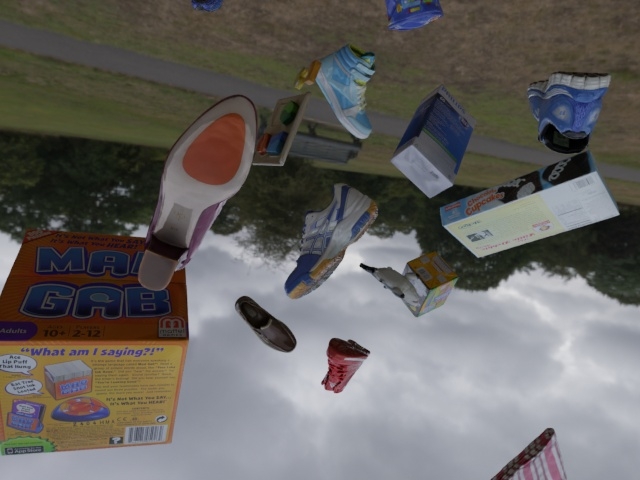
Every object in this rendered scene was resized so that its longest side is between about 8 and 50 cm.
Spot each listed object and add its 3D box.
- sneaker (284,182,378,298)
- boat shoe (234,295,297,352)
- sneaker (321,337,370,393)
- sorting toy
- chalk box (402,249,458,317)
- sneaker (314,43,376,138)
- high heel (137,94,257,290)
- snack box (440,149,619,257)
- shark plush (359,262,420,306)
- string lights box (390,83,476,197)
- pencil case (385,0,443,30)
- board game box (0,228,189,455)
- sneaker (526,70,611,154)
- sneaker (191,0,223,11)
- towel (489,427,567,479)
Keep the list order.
[{"bbox_3d":[0.000,0.000,1.139,0.131,0.296,0.112,40,179,14],"label":"sneaker"},{"bbox_3d":[-0.183,0.287,1.611,0.257,0.095,0.095,39,168,-6],"label":"boat shoe"},{"bbox_3d":[0.047,0.296,1.099,0.087,0.128,0.221,28,178,25],"label":"sneaker"},{"bbox_3d":[-0.102,-0.357,1.369,0.041,0.307,0.229,23,176,-28],"label":"sorting toy"},{"bbox_3d":[0.355,0.164,1.663,0.132,0.213,0.132,-21,-124,-25],"label":"chalk box"},{"bbox_3d":[0.133,-0.518,1.659,0.208,0.319,0.127,-25,-157,30],"label":"sneaker"},{"bbox_3d":[-0.219,-0.098,0.859,0.127,0.377,0.181,31,-161,-16],"label":"high heel"},{"bbox_3d":[0.454,-0.066,1.068,0.322,0.060,0.187,-22,141,34],"label":"snack box"},{"bbox_3d":[0.155,0.102,1.127,0.161,0.073,0.067,19,150,21],"label":"shark plush"},{"bbox_3d":[0.272,-0.238,1.138,0.133,0.260,0.077,41,141,-14],"label":"string lights box"},{"bbox_3d":[0.180,-0.611,1.039,0.119,0.306,0.133,-14,-171,-15],"label":"pencil case"},{"bbox_3d":[-0.515,0.227,1.133,0.356,0.356,0.356,5,-146,-21],"label":"board game box"},{"bbox_3d":[0.497,-0.258,1.016,0.130,0.147,0.330,10,-167,16],"label":"sneaker"},{"bbox_3d":[-0.278,-0.669,1.210,0.083,0.221,0.087,8,163,2],"label":"sneaker"},{"bbox_3d":[0.352,0.431,0.836,0.197,0.144,0.029,-34,-151,-15],"label":"towel"}]
